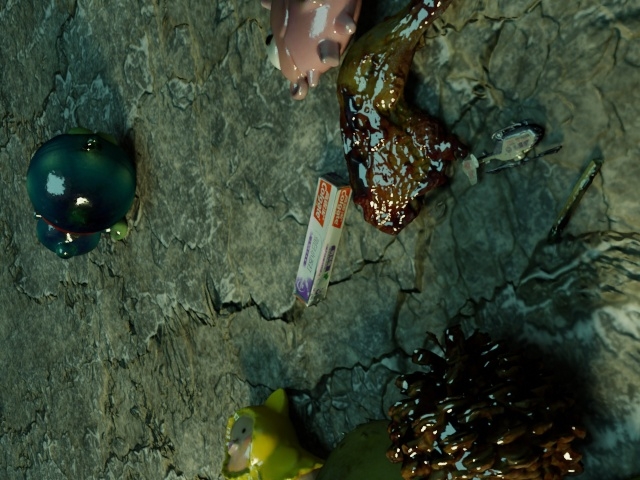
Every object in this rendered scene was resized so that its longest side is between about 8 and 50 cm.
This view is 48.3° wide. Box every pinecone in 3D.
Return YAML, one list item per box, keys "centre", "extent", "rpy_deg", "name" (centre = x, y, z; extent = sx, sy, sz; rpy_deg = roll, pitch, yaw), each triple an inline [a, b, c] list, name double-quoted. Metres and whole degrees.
- centre: [0.174, 0.199, 0.786]
  extent: [0.221, 0.221, 0.221]
  rpy_deg: [15, 111, 44]
  name: "pinecone"

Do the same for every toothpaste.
- centre: [0.000, 0.000, 1.030]
  extent: [0.047, 0.040, 0.196]
  rpy_deg: [33, 122, 34]
  name: "toothpaste"

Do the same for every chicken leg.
- centre: [0.093, -0.160, 0.870]
  extent: [0.177, 0.083, 0.322]
  rpy_deg: [4, 105, 37]
  name: "chicken leg"

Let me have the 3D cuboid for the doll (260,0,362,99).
- centre: [-0.006, -0.312, 0.910]
  extent: [0.211, 0.093, 0.261]
  rpy_deg: [41, 123, 51]
  name: "doll"

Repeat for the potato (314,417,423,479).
- centre: [0.070, 0.411, 0.895]
  extent: [0.270, 0.219, 0.359]
  rpy_deg: [14, 87, 60]
  name: "potato"

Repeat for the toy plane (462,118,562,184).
- centre: [0.206, -0.100, 0.792]
  extent: [0.121, 0.031, 0.049]
  rpy_deg: [-19, 95, 45]
  name: "toy plane"

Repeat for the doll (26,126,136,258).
- centre: [-0.465, -0.085, 1.387]
  extent: [0.322, 0.199, 0.186]
  rpy_deg: [116, 154, -45]
  name: "doll"

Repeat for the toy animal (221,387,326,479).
- centre: [-0.063, 0.360, 1.128]
  extent: [0.229, 0.156, 0.156]
  rpy_deg: [52, 133, 38]
  name: "toy animal"

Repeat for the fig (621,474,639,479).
- centre: [0.289, 0.308, 0.745]
  extent: [0.133, 0.127, 0.184]
  rpy_deg: [50, 134, 52]
  name: "fig"

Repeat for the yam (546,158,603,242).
- centre: [0.267, -0.040, 0.754]
  extent: [0.014, 0.014, 0.107]
  rpy_deg: [43, 128, 31]
  name: "yam"
